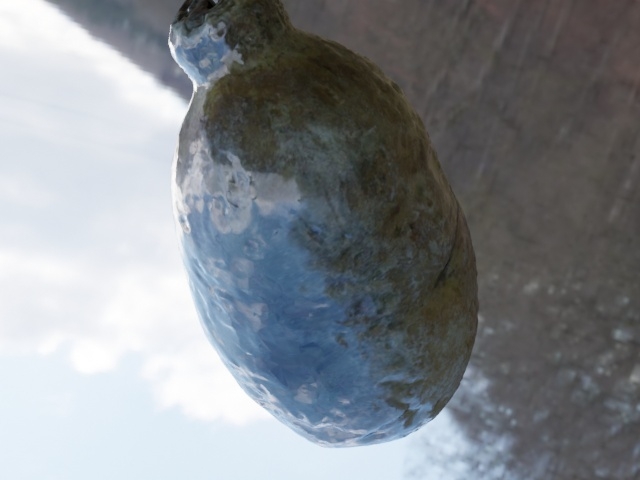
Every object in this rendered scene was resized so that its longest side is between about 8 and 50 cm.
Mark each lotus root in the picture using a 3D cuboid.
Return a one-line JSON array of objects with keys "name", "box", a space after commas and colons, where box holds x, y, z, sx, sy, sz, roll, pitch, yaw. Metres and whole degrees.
[{"name": "lotus root", "box": [0.000, 0.002, 0.791, 0.175, 0.349, 0.175, -12, -138, 11]}]
